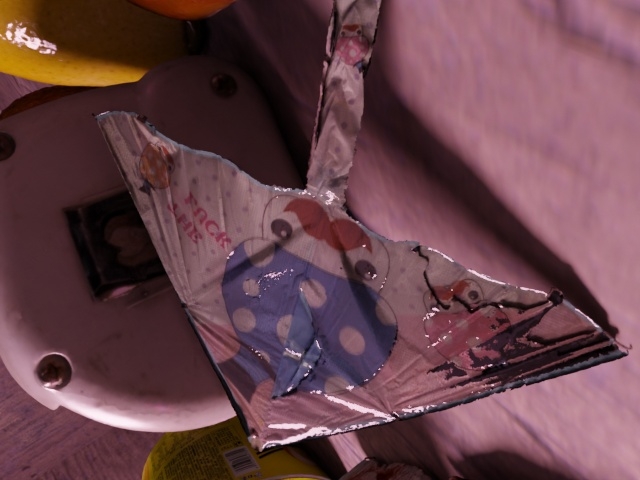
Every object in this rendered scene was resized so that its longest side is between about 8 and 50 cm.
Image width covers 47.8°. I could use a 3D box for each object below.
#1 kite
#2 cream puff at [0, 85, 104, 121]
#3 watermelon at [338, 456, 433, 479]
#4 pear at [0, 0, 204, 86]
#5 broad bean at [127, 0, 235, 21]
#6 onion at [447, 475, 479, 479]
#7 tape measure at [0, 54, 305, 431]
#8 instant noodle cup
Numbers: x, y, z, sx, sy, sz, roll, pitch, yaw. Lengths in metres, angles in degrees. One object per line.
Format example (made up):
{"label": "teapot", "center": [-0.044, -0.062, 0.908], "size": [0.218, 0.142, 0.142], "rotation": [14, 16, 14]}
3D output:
{"label": "kite", "center": [0.000, 0.000, 0.404], "size": [0.335, 0.011, 0.314], "rotation": [23, 116, 18]}
{"label": "cream puff", "center": [-0.232, -0.031, 0.783], "size": [0.303, 0.212, 0.303], "rotation": [51, 153, 40]}
{"label": "watermelon", "center": [0.076, 0.316, 0.655], "size": [0.261, 0.213, 0.201], "rotation": [41, 137, 25]}
{"label": "pear", "center": [-0.236, -0.220, 0.583], "size": [0.267, 0.178, 0.267], "rotation": [51, 161, 26]}
{"label": "broad bean", "center": [-0.094, -0.190, 0.430], "size": [0.165, 0.084, 0.114], "rotation": [26, 144, 37]}
{"label": "onion", "center": [0.151, 0.280, 0.490], "size": [0.283, 0.120, 0.227], "rotation": [34, 144, 46]}
{"label": "tape measure", "center": [-0.106, 0.012, 0.526], "size": [0.258, 0.265, 0.130], "rotation": [66, 155, -1]}
{"label": "instant noodle cup", "center": [-0.110, 0.387, 1.005], "size": [0.221, 0.311, 0.311], "rotation": [44, 156, 57]}
